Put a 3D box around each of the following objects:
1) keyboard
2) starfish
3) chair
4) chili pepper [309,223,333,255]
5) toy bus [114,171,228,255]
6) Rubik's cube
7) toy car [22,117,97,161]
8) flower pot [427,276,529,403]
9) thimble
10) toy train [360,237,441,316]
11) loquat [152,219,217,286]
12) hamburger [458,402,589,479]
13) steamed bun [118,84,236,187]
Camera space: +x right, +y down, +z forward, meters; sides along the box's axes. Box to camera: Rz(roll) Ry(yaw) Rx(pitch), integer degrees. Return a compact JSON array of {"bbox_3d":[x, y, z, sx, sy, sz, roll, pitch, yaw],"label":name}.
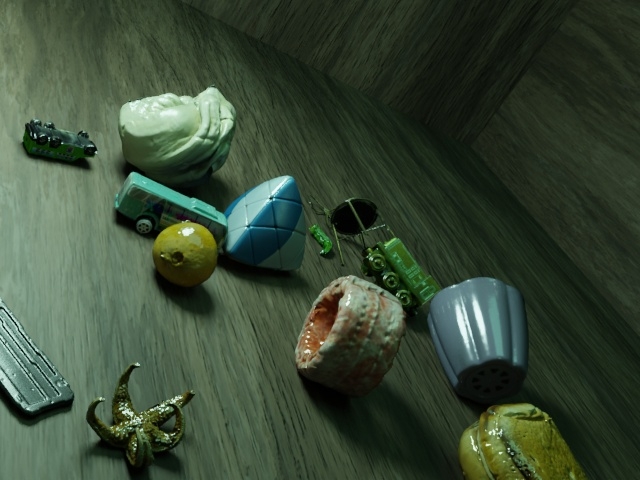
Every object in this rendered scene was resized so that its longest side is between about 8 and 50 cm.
[{"bbox_3d":[-0.487,0.167,1.170,0.262,0.016,0.106,44,25,19],"label":"keyboard"},{"bbox_3d":[-0.276,0.269,1.182,0.146,0.074,0.190,41,24,12],"label":"starfish"},{"bbox_3d":[0.093,-0.061,2.231,0.159,0.170,0.326,17,35,-32],"label":"chair"},{"bbox_3d":[0.006,0.004,2.138,0.055,0.035,0.118,6,44,-28],"label":"chili pepper"},{"bbox_3d":[-0.332,-0.054,1.703,0.261,0.109,0.091,25,19,-25],"label":"toy bus"},{"bbox_3d":[-0.141,0.007,1.827,0.254,0.254,0.254,29,24,-14],"label":"Rubik's cube"},{"bbox_3d":[-0.594,-0.222,1.721,0.165,0.063,0.071,10,34,-45],"label":"toy car"},{"bbox_3d":[0.416,0.272,1.930,0.265,0.265,0.243,24,38,-23],"label":"flower pot"},{"bbox_3d":[0.065,0.200,1.584,0.162,0.239,0.239,29,24,-15],"label":"thimble"},{"bbox_3d":[0.212,0.095,2.056,0.137,0.090,0.226,-35,87,-22],"label":"toy train"},{"bbox_3d":[-0.283,0.027,1.572,0.141,0.141,0.141,29,24,-14],"label":"loquat"},{"bbox_3d":[0.441,0.491,1.591,0.304,0.174,0.284,12,34,-43],"label":"hamburger"},{"bbox_3d":[-0.344,-0.245,1.890,0.319,0.275,0.206,-14,79,-26],"label":"steamed bun"}]
